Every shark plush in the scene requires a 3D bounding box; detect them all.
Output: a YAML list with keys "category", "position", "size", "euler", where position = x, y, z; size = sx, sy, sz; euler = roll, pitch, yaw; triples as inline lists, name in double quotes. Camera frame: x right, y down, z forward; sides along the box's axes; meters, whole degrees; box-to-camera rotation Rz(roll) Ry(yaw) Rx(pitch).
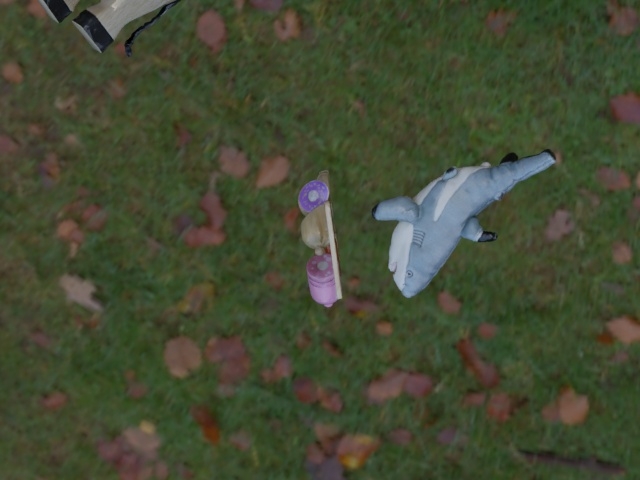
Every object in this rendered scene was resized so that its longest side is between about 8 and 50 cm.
- category: "shark plush"
  position: [0.120, -0.021, 1.075]
  size: [0.161, 0.067, 0.073]
  euler: [-29, 156, 13]

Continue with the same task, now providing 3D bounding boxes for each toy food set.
- category: "toy food set"
  position: [0.000, 0.000, 0.812]
  size: [0.019, 0.122, 0.078]
  euler: [-8, 96, 2]

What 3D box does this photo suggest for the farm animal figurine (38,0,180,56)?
- category: "farm animal figurine"
  position: [-0.153, -0.274, 0.956]
  size: [0.330, 0.172, 0.327]
  euler: [42, 166, 27]
